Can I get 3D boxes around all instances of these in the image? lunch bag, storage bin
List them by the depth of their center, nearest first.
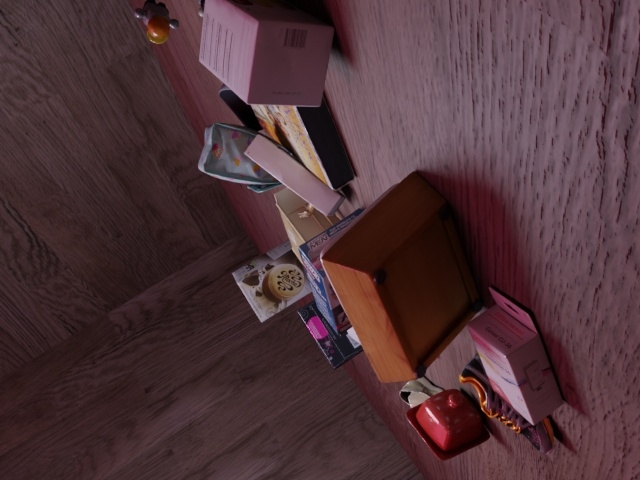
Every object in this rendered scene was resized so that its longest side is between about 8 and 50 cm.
[{"bbox_3d":[-0.185,-0.218,1.897,0.223,0.262,0.160,-152,75,-73],"label":"lunch bag"},{"bbox_3d":[0.000,0.000,1.924,0.260,0.123,0.262,53,170,29],"label":"storage bin"}]

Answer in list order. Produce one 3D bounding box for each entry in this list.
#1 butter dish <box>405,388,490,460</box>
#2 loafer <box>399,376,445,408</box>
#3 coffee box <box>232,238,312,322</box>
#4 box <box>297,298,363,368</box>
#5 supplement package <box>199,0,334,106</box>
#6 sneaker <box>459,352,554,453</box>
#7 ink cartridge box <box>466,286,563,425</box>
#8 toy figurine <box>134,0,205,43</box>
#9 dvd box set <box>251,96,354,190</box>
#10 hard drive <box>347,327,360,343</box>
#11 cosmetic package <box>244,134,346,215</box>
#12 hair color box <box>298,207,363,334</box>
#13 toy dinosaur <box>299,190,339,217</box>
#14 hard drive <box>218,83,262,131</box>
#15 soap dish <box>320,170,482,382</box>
[{"bbox_3d":[0.309,0.409,1.668,0.160,0.160,0.118,50,144,40],"label":"butter dish"},{"bbox_3d":[0.298,0.451,1.931,0.102,0.092,0.268,60,170,-13],"label":"loafer"},{"bbox_3d":[-0.120,0.114,2.357,0.168,0.297,0.119,61,173,-22],"label":"coffee box"},{"bbox_3d":[0.049,0.323,2.571,0.247,0.163,0.142,56,174,11],"label":"box"},{"bbox_3d":[-0.100,-0.331,1.197,0.244,0.139,0.134,46,132,49],"label":"supplement package"},{"bbox_3d":[0.338,0.299,1.280,0.215,0.083,0.084,53,168,21],"label":"sneaker"},{"bbox_3d":[0.303,0.182,1.123,0.198,0.067,0.115,63,170,-27],"label":"ink cartridge box"},{"bbox_3d":[-0.322,-0.554,1.511,0.148,0.213,0.209,-112,0,-47],"label":"toy figurine"},{"bbox_3d":[-0.089,-0.314,1.550,0.420,0.062,0.308,46,166,51],"label":"dvd box set"},{"bbox_3d":[0.123,0.228,2.147,0.210,0.040,0.319,30,154,42],"label":"hard drive"},{"bbox_3d":[-0.056,-0.150,1.629,0.239,0.060,0.099,37,-171,6],"label":"cosmetic package"},{"bbox_3d":[0.067,0.086,1.692,0.105,0.174,0.347,52,169,28],"label":"hair color box"},{"bbox_3d":[0.000,-0.119,1.756,0.183,0.053,0.093,-35,79,52],"label":"toy dinosaur"},{"bbox_3d":[-0.204,-0.370,1.924,0.172,0.054,0.254,50,172,-16],"label":"hard drive"},{"bbox_3d":[0.144,0.071,1.162,0.118,0.229,0.291,20,144,48],"label":"soap dish"}]
